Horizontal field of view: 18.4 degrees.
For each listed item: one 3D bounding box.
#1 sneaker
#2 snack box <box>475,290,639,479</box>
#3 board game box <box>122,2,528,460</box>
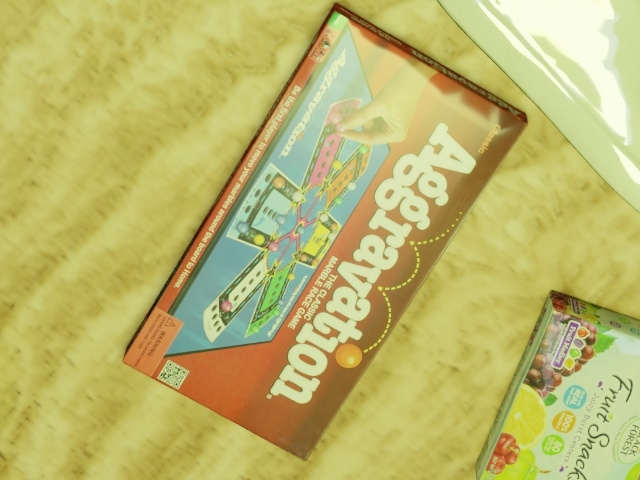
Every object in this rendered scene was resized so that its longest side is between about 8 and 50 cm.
[{"bbox_3d":[0.201,-0.103,1.203,0.290,0.106,0.123,44,109,-11],"label":"sneaker"},{"bbox_3d":[0.175,0.116,1.323,0.100,0.037,0.141,19,110,-5],"label":"snack box"},{"bbox_3d":[0.000,0.000,1.295,0.145,0.027,0.281,29,109,-9],"label":"board game box"}]
